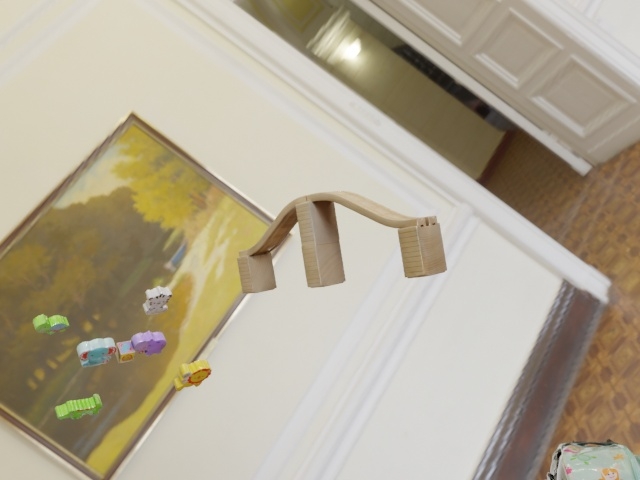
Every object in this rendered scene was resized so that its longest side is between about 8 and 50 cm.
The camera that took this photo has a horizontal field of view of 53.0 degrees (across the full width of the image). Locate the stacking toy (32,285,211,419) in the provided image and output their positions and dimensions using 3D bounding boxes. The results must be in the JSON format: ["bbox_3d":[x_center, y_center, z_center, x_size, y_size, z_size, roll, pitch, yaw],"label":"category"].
[{"bbox_3d":[-0.292,0.158,0.945,0.221,0.167,0.052,-8,-41,-35],"label":"stacking toy"}]

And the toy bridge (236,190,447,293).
[{"bbox_3d":[0.000,0.000,0.438,0.026,0.063,0.188,-9,-1,-42],"label":"toy bridge"}]

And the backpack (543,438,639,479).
[{"bbox_3d":[0.400,0.383,0.862,0.253,0.190,0.225,37,-135,-62],"label":"backpack"}]
